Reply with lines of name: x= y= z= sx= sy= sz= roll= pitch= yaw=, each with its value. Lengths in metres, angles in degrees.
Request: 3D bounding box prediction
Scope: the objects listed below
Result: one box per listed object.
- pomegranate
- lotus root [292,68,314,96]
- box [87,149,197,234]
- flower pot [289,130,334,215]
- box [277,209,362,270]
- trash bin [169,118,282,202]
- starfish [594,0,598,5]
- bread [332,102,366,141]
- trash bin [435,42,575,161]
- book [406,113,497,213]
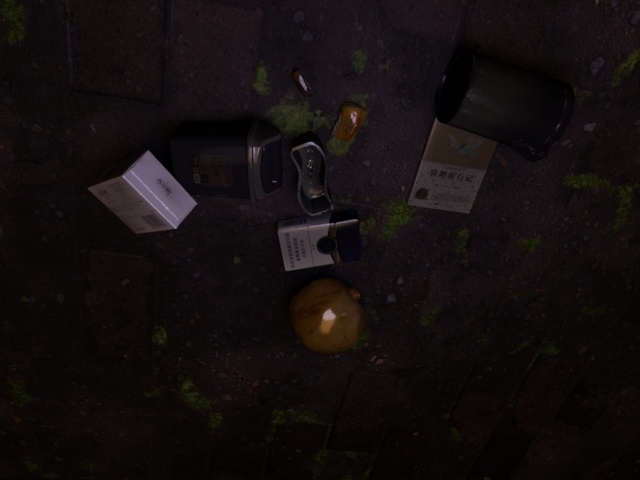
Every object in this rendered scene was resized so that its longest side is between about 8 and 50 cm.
pomegranate: x=0.027 y=0.248 z=1.596 sx=0.264 sy=0.264 sz=0.264 roll=-2 pitch=122 yaw=-4
lotus root: x=-0.049 y=-0.420 z=1.300 sx=0.030 sy=0.037 sz=0.083 roll=-28 pitch=121 yaw=16
box: x=-0.492 y=-0.123 z=1.323 sx=0.260 sy=0.111 sz=0.194 roll=-1 pitch=137 yaw=47
flower pot: x=-0.027 y=-0.195 z=1.402 sx=0.103 sy=0.108 sz=0.229 roll=-9 pitch=121 yaw=1
box: x=0.000 y=0.000 z=1.546 sx=0.259 sy=0.071 sz=0.168 roll=-9 pitch=122 yaw=1
trash bin: x=-0.250 y=-0.222 z=1.326 sx=0.290 sy=0.182 sz=0.210 roll=2 pitch=126 yaw=0
starfish: x=0.727 y=-0.658 z=1.241 sx=0.092 sy=0.016 sz=0.086 roll=26 pitch=118 yaw=-14
bread: x=0.081 y=-0.333 z=1.359 sx=0.072 sy=0.053 sz=0.106 roll=18 pitch=124 yaw=-12
trash bin: x=0.482 y=-0.366 z=1.286 sx=0.301 sy=0.203 sz=0.252 roll=14 pitch=80 yaw=-12
book: x=0.408 y=-0.232 z=1.471 sx=0.216 sy=0.021 sz=0.311 roll=8 pitch=121 yaw=-10
